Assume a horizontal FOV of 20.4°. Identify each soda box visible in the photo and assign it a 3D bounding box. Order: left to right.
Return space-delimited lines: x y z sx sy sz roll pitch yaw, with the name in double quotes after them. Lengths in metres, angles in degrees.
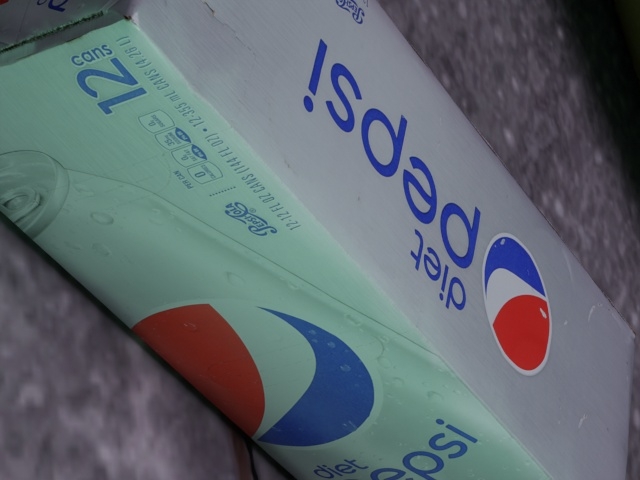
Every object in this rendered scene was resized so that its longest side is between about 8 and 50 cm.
0.000 0.000 0.576 0.286 0.091 0.098 47 41 -38 "soda box"

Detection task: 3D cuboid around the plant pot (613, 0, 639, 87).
0.255 -0.154 0.902 0.275 0.275 0.293 -21 112 -57 "plant pot"
